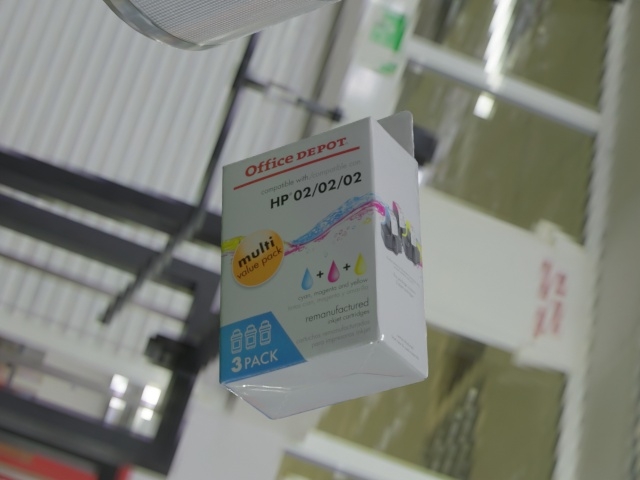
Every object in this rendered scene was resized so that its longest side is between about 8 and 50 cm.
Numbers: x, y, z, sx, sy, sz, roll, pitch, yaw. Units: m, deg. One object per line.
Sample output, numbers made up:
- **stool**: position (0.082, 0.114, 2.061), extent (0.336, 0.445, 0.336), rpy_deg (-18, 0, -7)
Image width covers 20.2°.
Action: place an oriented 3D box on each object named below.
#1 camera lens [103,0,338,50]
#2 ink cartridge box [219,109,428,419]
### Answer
- **camera lens**: position (-0.044, -0.277, 1.364), extent (0.274, 0.219, 0.219), rpy_deg (-15, -134, 38)
- **ink cartridge box**: position (0.000, 0.000, 1.032), extent (0.104, 0.061, 0.181), rpy_deg (-17, -124, 25)
